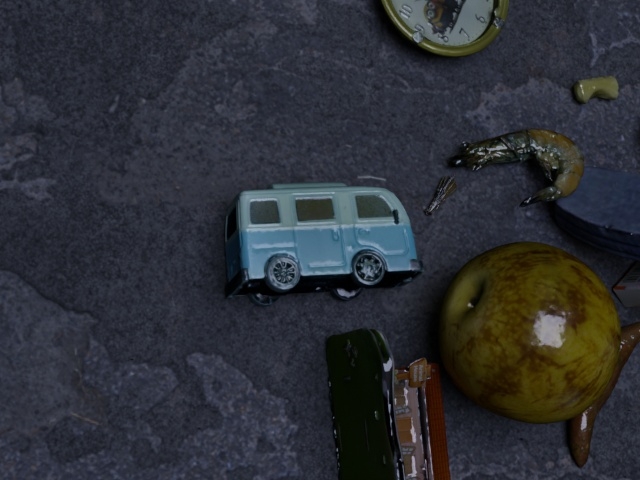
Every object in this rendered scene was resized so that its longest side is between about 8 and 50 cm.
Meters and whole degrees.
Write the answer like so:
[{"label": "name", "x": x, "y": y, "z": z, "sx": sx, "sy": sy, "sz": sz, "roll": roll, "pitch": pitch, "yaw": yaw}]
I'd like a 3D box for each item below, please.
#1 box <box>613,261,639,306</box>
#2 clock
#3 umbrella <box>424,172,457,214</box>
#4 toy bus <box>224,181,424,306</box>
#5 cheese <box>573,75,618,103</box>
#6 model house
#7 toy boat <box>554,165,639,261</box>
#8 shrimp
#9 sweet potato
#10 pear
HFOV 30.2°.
[{"label": "box", "x": 0.633, "y": 0.003, "z": 1.862, "sx": 0.273, "sy": 0.265, "sz": 0.048, "roll": -43, "pitch": 105, "yaw": -20}, {"label": "clock", "x": 0.189, "y": -0.398, "z": 1.897, "sx": 0.237, "sy": 0.057, "sz": 0.237, "roll": 5, "pitch": 77, "yaw": -19}, {"label": "umbrella", "x": 0.190, "y": -0.072, "z": 1.856, "sx": 0.083, "sy": 0.020, "sz": 0.031, "roll": -57, "pitch": 139, "yaw": -19}, {"label": "toy bus", "x": 0.000, "y": 0.000, "z": 1.716, "sx": 0.271, "sy": 0.133, "sz": 0.164, "roll": -2, "pitch": 76, "yaw": -17}, {"label": "cheese", "x": 0.459, "y": -0.250, "z": 1.974, "sx": 0.083, "sy": 0.030, "sz": 0.044, "roll": -12, "pitch": 78, "yaw": -26}, {"label": "model house", "x": 0.123, "y": 0.267, "z": 1.670, "sx": 0.154, "sy": 0.207, "sz": 0.293, "roll": -2, "pitch": 81, "yaw": -23}, {"label": "toy boat", "x": 0.498, "y": -0.033, "z": 1.831, "sx": 0.127, "sy": 0.283, "sz": 0.078, "roll": -51, "pitch": 138, "yaw": -23}, {"label": "shrimp", "x": 0.316, "y": -0.115, "z": 1.865, "sx": 0.217, "sy": 0.051, "sz": 0.150, "roll": -8, "pitch": 54, "yaw": -12}, {"label": "sweet potato", "x": 0.439, "y": 0.228, "z": 1.865, "sx": 0.078, "sy": 0.058, "sz": 0.255, "roll": 37, "pitch": 74, "yaw": -31}, {"label": "pear", "x": 0.306, "y": 0.135, "z": 1.724, "sx": 0.281, "sy": 0.281, "sz": 0.280, "roll": 4, "pitch": 79, "yaw": -18}]
